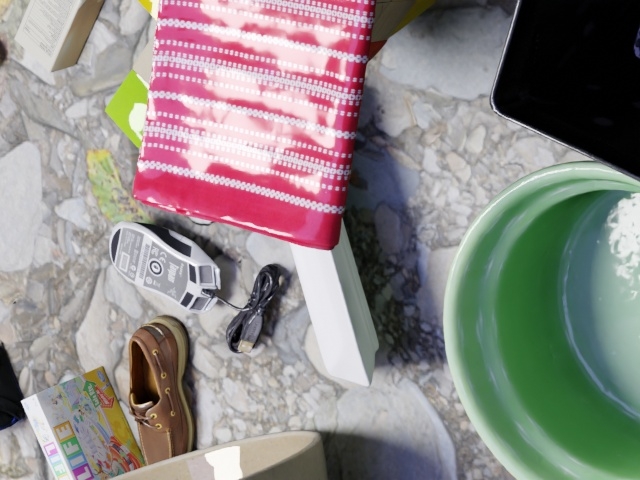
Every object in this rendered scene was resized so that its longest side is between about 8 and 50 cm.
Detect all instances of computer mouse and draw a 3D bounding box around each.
[{"bbox_3d":[-0.127,0.032,1.938,0.193,0.042,0.106,30,125,21],"label":"computer mouse"}]

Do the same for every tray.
[{"bbox_3d":[0.000,0.000,1.802,0.145,0.030,0.270,-179,72,-74],"label":"tray"}]

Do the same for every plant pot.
[{"bbox_3d":[0.271,-0.163,1.483,0.188,0.167,0.187,29,119,29],"label":"plant pot"}]

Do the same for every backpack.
[{"bbox_3d":[-0.405,0.185,2.147,0.101,0.120,0.098,-27,88,40],"label":"backpack"}]

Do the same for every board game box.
[{"bbox_3d":[-0.242,0.221,2.043,0.026,0.103,0.154,-26,88,40],"label":"board game box"}]

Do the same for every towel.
[{"bbox_3d":[-0.053,-0.141,1.505,0.199,0.031,0.274,16,108,28],"label":"towel"}]

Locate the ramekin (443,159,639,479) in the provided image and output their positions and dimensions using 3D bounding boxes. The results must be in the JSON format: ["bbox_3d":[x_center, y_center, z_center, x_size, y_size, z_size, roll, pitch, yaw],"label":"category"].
[{"bbox_3d":[0.265,0.070,1.573,0.303,0.148,0.303,13,111,35],"label":"ramekin"}]

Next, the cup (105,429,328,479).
[{"bbox_3d":[-0.123,0.342,1.837,0.331,0.331,0.236,-15,93,40],"label":"cup"}]

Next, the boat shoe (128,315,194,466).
[{"bbox_3d":[-0.174,0.169,2.001,0.064,0.060,0.178,10,110,35],"label":"boat shoe"}]

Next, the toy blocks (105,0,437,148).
[{"bbox_3d":[0.019,-0.231,1.615,0.191,0.261,0.381,47,120,16],"label":"toy blocks"}]

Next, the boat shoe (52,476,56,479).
[{"bbox_3d":[-0.282,0.361,2.152,0.079,0.084,0.233,6,104,-4],"label":"boat shoe"}]

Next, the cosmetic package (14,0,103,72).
[{"bbox_3d":[-0.260,-0.234,1.955,0.060,0.041,0.115,44,126,18],"label":"cosmetic package"}]
